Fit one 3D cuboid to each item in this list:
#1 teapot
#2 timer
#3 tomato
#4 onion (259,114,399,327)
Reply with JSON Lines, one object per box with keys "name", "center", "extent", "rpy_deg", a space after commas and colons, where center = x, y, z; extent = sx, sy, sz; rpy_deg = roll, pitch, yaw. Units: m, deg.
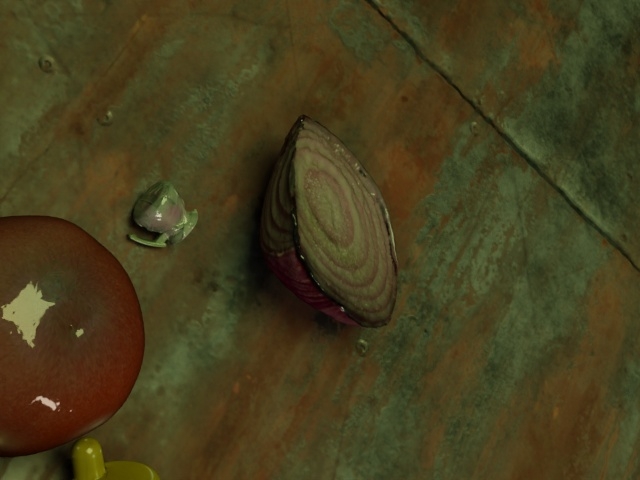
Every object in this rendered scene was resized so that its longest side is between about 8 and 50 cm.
{"name": "teapot", "center": [-0.191, -0.025, 1.601], "extent": [0.064, 0.064, 0.083], "rpy_deg": [42, 83, -26]}
{"name": "timer", "center": [-0.222, 0.268, 1.413], "extent": [0.107, 0.107, 0.109], "rpy_deg": [-26, 120, -41]}
{"name": "tomato", "center": [-0.306, 0.094, 1.355], "extent": [0.256, 0.224, 0.255], "rpy_deg": [8, 76, -37]}
{"name": "onion", "center": [0.000, 0.000, 1.712], "extent": [0.247, 0.111, 0.250], "rpy_deg": [44, 36, -40]}
